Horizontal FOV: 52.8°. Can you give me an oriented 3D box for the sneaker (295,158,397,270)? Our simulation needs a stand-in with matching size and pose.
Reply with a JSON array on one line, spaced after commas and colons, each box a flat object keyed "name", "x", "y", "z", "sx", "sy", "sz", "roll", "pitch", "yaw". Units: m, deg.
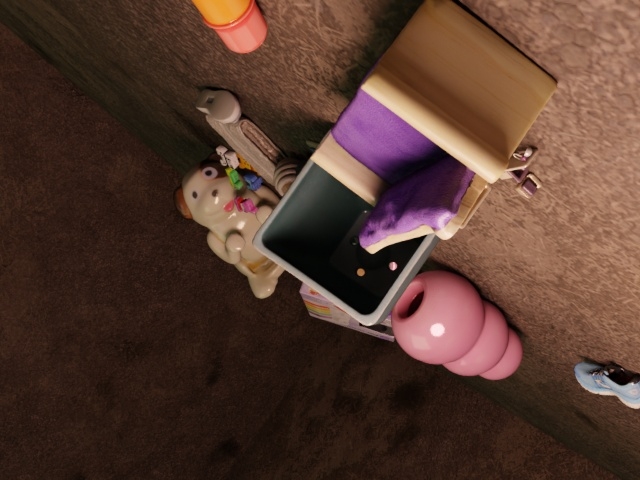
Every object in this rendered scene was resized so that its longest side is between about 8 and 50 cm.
[{"name": "sneaker", "x": 0.059, "y": -0.040, "z": 1.328, "sx": 0.319, "sy": 0.131, "sz": 0.112, "roll": 36, "pitch": 171, "yaw": 7}]

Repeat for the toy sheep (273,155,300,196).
[{"name": "toy sheep", "x": -0.062, "y": -0.138, "z": 1.422, "sx": 0.091, "sy": 0.091, "sz": 0.132, "roll": 43, "pitch": -157, "yaw": -38}]

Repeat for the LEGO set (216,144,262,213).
[{"name": "LEGO set", "x": -0.192, "y": -0.172, "z": 1.746, "sx": 0.093, "sy": 0.087, "sz": 0.227, "roll": 23, "pitch": 147, "yaw": 31}]

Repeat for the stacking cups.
[{"name": "stacking cups", "x": -0.140, "y": -0.335, "z": 0.738, "sx": 0.096, "sy": 0.096, "sz": 0.316, "roll": 32, "pitch": 175, "yaw": 28}]

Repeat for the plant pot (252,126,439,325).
[{"name": "plant pot", "x": 0.075, "y": -0.002, "z": 1.142, "sx": 0.247, "sy": 0.247, "sz": 0.252, "roll": 34, "pitch": 176, "yaw": 18}]

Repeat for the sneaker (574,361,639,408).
[{"name": "sneaker", "x": 0.561, "y": 0.261, "z": 1.249, "sx": 0.073, "sy": 0.063, "sz": 0.162, "roll": 59, "pitch": 159, "yaw": -21}]

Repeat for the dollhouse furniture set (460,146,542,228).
[{"name": "dollhouse furniture set", "x": 0.207, "y": -0.054, "z": 0.734, "sx": 0.091, "sy": 0.114, "sz": 0.081, "roll": 41, "pitch": 166, "yaw": -14}]

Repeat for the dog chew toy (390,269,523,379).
[{"name": "dog chew toy", "x": 0.318, "y": 0.206, "z": 1.434, "sx": 0.332, "sy": 0.206, "sz": 0.207, "roll": 32, "pitch": 174, "yaw": -23}]

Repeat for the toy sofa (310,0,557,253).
[{"name": "toy sofa", "x": 0.084, "y": -0.105, "z": 0.734, "sx": 0.150, "sy": 0.177, "sz": 0.362, "roll": 37, "pitch": 172, "yaw": -5}]

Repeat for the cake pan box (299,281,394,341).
[{"name": "cake pan box", "x": 0.090, "y": 0.180, "z": 1.704, "sx": 0.267, "sy": 0.070, "sz": 0.245, "roll": 17, "pitch": 164, "yaw": 10}]

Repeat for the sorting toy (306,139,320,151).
[{"name": "sorting toy", "x": 0.011, "y": -0.165, "z": 1.249, "sx": 0.083, "sy": 0.012, "sz": 0.062, "roll": 27, "pitch": 167, "yaw": 48}]

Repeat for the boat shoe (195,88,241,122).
[{"name": "boat shoe", "x": -0.204, "y": -0.275, "z": 1.365, "sx": 0.063, "sy": 0.066, "sz": 0.184, "roll": 26, "pitch": 177, "yaw": -37}]

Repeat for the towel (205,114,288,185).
[{"name": "towel", "x": -0.144, "y": -0.204, "z": 1.543, "sx": 0.282, "sy": 0.049, "sz": 0.187, "roll": 43, "pitch": 168, "yaw": -38}]

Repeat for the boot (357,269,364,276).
[{"name": "boot", "x": 0.029, "y": 0.024, "z": 1.525, "sx": 0.269, "sy": 0.236, "sz": 0.089, "roll": 48, "pitch": -161, "yaw": -44}]

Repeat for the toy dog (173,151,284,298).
[{"name": "toy dog", "x": -0.250, "y": -0.091, "z": 2.008, "sx": 0.408, "sy": 0.284, "sz": 0.395, "roll": 45, "pitch": -172, "yaw": -40}]
